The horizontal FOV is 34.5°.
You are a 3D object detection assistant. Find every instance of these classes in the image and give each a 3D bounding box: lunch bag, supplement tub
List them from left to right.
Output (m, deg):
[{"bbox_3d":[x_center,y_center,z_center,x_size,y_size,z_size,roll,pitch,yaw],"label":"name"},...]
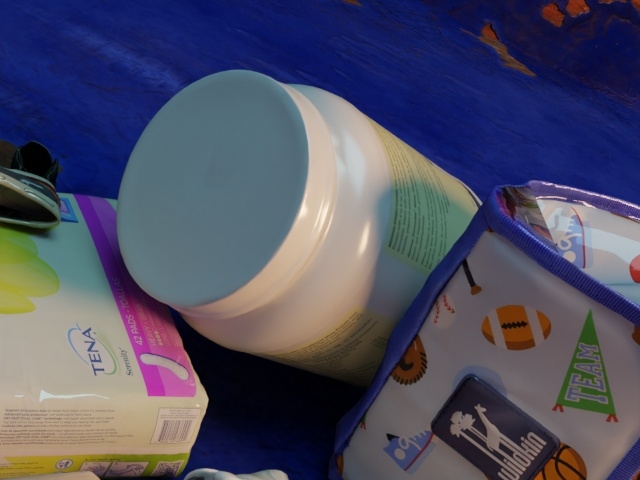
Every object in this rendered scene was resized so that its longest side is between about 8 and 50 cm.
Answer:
[{"bbox_3d":[0.000,0.000,0.938,0.325,0.235,0.235,26,18,-52],"label":"supplement tub"},{"bbox_3d":[0.237,0.148,0.884,0.385,0.328,0.239,20,31,-15],"label":"lunch bag"}]

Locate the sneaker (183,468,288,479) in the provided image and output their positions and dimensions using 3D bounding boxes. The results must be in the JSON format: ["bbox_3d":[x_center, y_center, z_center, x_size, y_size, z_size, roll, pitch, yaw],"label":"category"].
[{"bbox_3d":[0.026,0.254,0.754,0.292,0.110,0.118,31,13,28],"label":"sneaker"}]

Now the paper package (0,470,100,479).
[{"bbox_3d":[-0.193,0.271,0.423,0.309,0.168,0.325,3,29,-35],"label":"paper package"}]

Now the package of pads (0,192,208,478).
[{"bbox_3d":[-0.248,0.065,0.861,0.229,0.101,0.296,6,34,-33],"label":"package of pads"}]

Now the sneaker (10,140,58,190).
[{"bbox_3d":[-0.292,-0.066,1.055,0.051,0.089,0.170,17,30,-16],"label":"sneaker"}]

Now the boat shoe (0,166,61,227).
[{"bbox_3d":[-0.282,-0.040,0.857,0.137,0.049,0.043,14,29,-31],"label":"boat shoe"}]
